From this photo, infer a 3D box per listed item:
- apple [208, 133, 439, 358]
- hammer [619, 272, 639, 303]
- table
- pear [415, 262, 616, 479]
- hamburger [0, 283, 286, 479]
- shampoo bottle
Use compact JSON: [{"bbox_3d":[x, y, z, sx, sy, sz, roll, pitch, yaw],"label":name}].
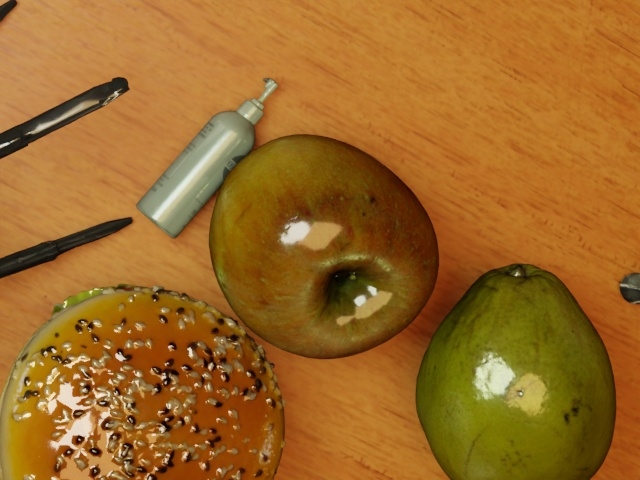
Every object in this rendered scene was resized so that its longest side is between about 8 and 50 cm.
[{"bbox_3d":[0.000,0.000,1.440,0.237,0.207,0.236,-7,118,-13],"label":"apple"},{"bbox_3d":[0.459,0.018,1.560,0.227,0.159,0.041,-26,103,-20],"label":"hammer"},{"bbox_3d":[-0.316,-0.073,1.333,0.249,0.317,0.317,-31,102,-21],"label":"table"},{"bbox_3d":[0.204,0.158,1.482,0.213,0.212,0.269,1,103,-11],"label":"pear"},{"bbox_3d":[-0.177,0.181,1.390,0.300,0.176,0.300,6,76,-24],"label":"hamburger"},{"bbox_3d":[-0.109,-0.092,1.468,0.056,0.056,0.195,41,89,-13],"label":"shampoo bottle"}]
